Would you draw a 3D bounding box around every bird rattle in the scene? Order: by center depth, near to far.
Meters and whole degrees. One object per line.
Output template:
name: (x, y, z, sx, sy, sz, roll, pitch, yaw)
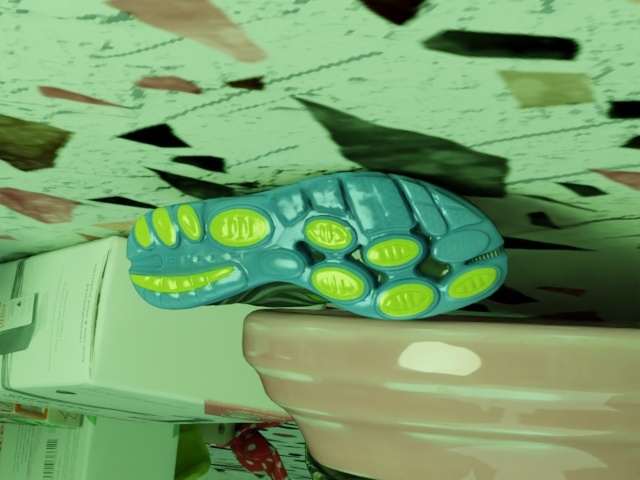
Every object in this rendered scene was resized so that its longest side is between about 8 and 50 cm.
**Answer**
bird rattle: (-0.143, 0.170, 1.500, 0.207, 0.143, 0.253, 13, -174, 29)

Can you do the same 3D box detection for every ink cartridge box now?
ink cartridge box: (-0.123, 0.065, 0.959, 0.158, 0.092, 0.218, 15, 167, -32)
ink cartridge box: (-0.212, 0.166, 1.319, 0.093, 0.154, 0.212, 13, 166, -34)

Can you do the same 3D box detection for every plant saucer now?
plant saucer: (0.123, 0.084, 0.798, 0.332, 0.084, 0.332, 2, 178, 0)

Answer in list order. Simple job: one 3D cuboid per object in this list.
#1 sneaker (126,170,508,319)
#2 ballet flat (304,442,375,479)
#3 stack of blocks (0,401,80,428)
sneaker: (0.000, 0.000, 0.695, 0.188, 0.067, 0.078, -2, -174, 29)
ballet flat: (0.078, 0.211, 1.056, 0.164, 0.182, 0.483, 2, -177, -8)
stack of blocks: (-0.341, 0.102, 1.252, 0.297, 0.087, 0.171, 0, 166, 28)
